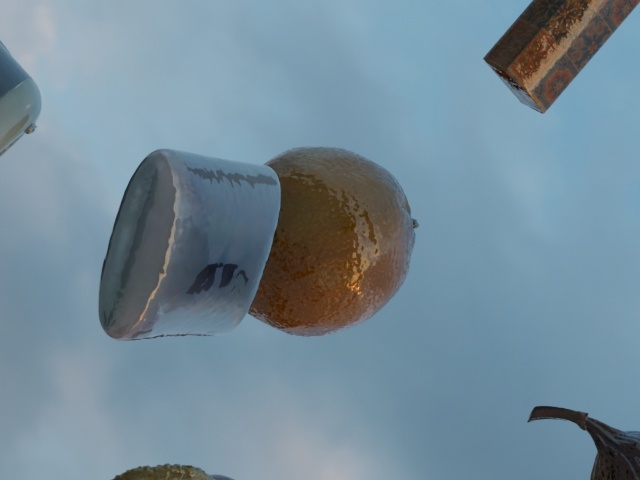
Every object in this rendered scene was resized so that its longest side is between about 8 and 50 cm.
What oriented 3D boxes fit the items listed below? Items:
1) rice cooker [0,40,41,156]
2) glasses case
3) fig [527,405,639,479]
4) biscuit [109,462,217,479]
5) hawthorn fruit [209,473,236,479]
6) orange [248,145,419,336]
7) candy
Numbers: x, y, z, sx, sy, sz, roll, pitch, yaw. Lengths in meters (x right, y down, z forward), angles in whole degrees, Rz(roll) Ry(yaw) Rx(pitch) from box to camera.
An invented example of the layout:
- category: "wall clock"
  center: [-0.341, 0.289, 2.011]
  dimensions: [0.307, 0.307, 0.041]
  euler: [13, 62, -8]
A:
- category: "rice cooker"
  center: [-0.462, -0.150, 1.354]
  dimensions: [0.277, 0.288, 0.288]
  euler: [47, -38, -9]
- category: "glasses case"
  center: [0.259, -0.230, 1.274]
  dimensions: [0.075, 0.218, 0.049]
  euler: [41, 0, -38]
- category: "fig"
  center: [0.299, 0.219, 1.260]
  dimensions: [0.133, 0.146, 0.201]
  euler: [-39, -98, 31]
- category: "biscuit"
  center: [-0.216, 0.356, 1.630]
  dimensions: [0.033, 0.219, 0.220]
  euler: [-118, -148, -46]
- category: "hawthorn fruit"
  center: [-0.164, 0.421, 1.828]
  dimensions: [0.188, 0.169, 0.169]
  euler: [-30, -96, 24]
- category: "orange"
  center: [0.000, 0.000, 1.735]
  dimensions: [0.264, 0.264, 0.264]
  euler: [24, -55, 41]
- category: "candy"
  center: [-0.094, 0.004, 0.958]
  dimensions: [0.071, 0.174, 0.138]
  euler: [20, -84, 23]
